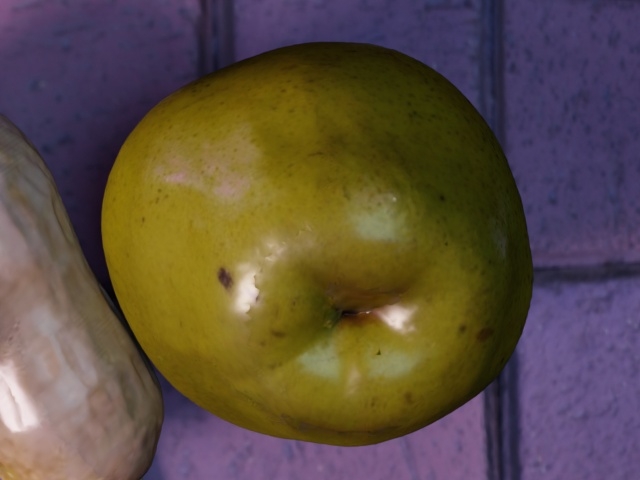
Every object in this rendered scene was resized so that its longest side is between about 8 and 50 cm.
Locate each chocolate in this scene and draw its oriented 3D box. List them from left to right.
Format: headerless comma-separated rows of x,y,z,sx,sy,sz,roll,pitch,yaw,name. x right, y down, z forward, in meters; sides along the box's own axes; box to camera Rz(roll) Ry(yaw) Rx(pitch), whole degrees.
-0.202,0.037,0.934,0.134,0.134,0.309,-36,110,-22,chocolate

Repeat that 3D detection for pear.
0.000,0.000,0.950,0.294,0.294,0.294,-1,91,-27,pear

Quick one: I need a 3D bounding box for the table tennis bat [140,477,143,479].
-0.122,0.215,1.033,0.087,0.013,0.157,-18,96,-35,table tennis bat
